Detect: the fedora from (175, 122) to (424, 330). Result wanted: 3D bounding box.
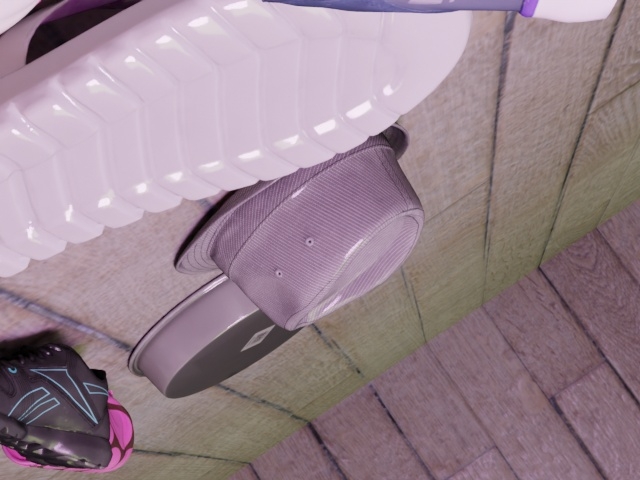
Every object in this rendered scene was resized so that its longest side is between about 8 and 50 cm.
[{"bbox_3d":[0.000,0.000,1.104,0.275,0.124,0.244,-42,163,26],"label":"fedora"}]

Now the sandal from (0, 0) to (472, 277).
[{"bbox_3d":[-0.117,-0.089,0.645,0.416,0.102,0.169,-22,150,1],"label":"sandal"}]

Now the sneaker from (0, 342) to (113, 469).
[{"bbox_3d":[-0.284,0.140,1.024,0.101,0.106,0.267,0,159,24],"label":"sneaker"}]

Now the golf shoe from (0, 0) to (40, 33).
[{"bbox_3d":[-0.170,-0.122,0.327,0.140,0.115,0.306,-26,173,31],"label":"golf shoe"}]

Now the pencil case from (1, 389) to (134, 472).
[{"bbox_3d":[-0.279,0.206,1.232,0.095,0.098,0.209,9,169,9],"label":"pencil case"}]

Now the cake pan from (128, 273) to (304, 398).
[{"bbox_3d":[-0.095,0.101,1.360,0.293,0.054,0.293,-32,165,-10],"label":"cake pan"}]

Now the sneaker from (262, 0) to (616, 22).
[{"bbox_3d":[0.020,-0.224,0.466,0.130,0.236,0.322,93,9,-54],"label":"sneaker"}]
